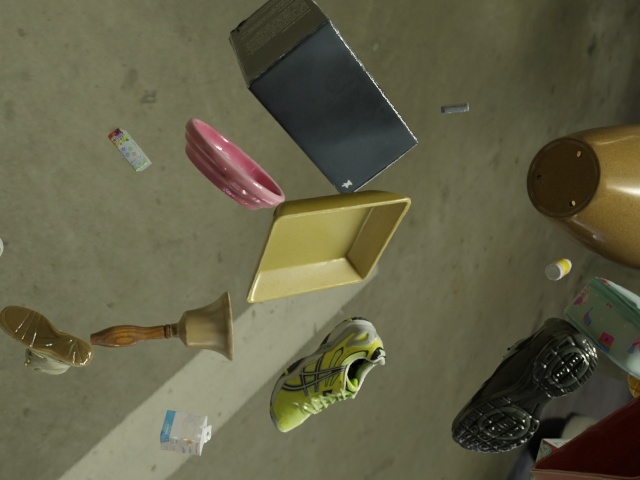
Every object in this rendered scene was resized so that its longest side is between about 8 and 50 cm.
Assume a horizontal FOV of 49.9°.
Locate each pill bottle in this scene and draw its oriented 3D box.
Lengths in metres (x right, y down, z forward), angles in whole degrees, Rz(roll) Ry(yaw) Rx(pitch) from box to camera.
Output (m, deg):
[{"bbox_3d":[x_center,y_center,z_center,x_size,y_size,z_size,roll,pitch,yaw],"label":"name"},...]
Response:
[{"bbox_3d":[0.608,0.071,1.750,0.083,0.043,0.043,-19,120,-47],"label":"pill bottle"}]

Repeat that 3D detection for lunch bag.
[{"bbox_3d":[0.580,0.185,1.181,0.279,0.224,0.107,28,103,-19],"label":"lunch bag"}]

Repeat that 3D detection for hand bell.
[{"bbox_3d":[-0.281,0.163,1.219,0.242,0.126,0.126,-4,115,-11],"label":"hand bell"}]

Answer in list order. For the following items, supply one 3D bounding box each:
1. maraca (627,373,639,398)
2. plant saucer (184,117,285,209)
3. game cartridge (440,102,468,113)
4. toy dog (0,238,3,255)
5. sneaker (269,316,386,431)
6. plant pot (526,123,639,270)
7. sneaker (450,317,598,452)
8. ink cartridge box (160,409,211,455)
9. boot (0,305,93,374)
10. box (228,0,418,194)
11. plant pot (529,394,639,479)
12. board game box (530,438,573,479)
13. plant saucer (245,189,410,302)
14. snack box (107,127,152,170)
[{"bbox_3d":[0.897,0.410,1.854,0.099,0.185,0.127,-13,163,-13],"label":"maraca"},{"bbox_3d":[-0.244,-0.194,1.863,0.084,0.332,0.332,-47,148,9],"label":"plant saucer"},{"bbox_3d":[0.272,-0.268,1.394,0.083,0.056,0.017,-50,131,-73],"label":"game cartridge"},{"bbox_3d":[-0.783,0.130,1.384,0.220,0.161,0.333,17,115,-51],"label":"toy dog"},{"bbox_3d":[0.012,0.376,1.825,0.384,0.147,0.145,-49,131,10],"label":"sneaker"},{"bbox_3d":[0.436,-0.077,1.030,0.254,0.237,0.237,6,101,-38],"label":"plant pot"},{"bbox_3d":[0.334,0.245,1.161,0.286,0.109,0.130,-43,-166,14],"label":"sneaker"},{"bbox_3d":[-0.411,0.593,2.116,0.089,0.143,0.092,-82,-179,-46],"label":"ink cartridge box"},{"bbox_3d":[-0.629,0.228,1.518,0.213,0.165,0.077,36,52,-26],"label":"boot"},{"bbox_3d":[-0.003,-0.469,2.103,0.297,0.471,0.480,-36,125,12],"label":"box"},{"bbox_3d":[0.389,0.233,0.583,0.267,0.235,0.267,-29,165,-9],"label":"plant pot"},{"bbox_3d":[0.606,0.550,1.469,0.144,0.275,0.142,10,97,-31],"label":"board game box"},{"bbox_3d":[0.000,0.000,1.578,0.333,0.081,0.332,-8,146,-25],"label":"plant saucer"},{"bbox_3d":[-0.443,-0.210,1.606,0.037,0.141,0.100,-40,100,-3],"label":"snack box"}]
